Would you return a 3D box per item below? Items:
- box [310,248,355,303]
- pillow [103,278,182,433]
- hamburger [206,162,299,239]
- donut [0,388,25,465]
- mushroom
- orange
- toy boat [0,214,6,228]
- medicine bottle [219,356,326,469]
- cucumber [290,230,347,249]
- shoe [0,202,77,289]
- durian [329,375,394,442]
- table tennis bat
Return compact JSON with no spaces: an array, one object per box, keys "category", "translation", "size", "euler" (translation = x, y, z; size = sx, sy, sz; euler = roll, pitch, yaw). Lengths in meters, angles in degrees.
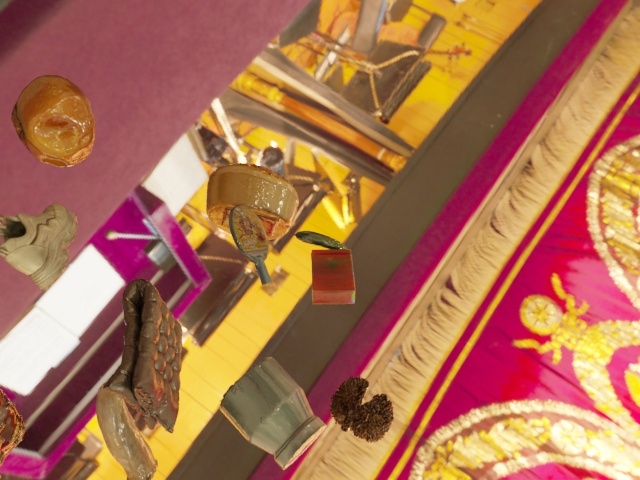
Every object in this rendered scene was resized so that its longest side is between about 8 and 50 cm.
[{"category":"box","translation":[0.030,0.093,1.568],"size":[0.175,0.112,0.048],"euler":[-91,180,-54]},{"category":"pillow","translation":[-0.414,0.275,1.469],"size":[0.228,0.101,0.326],"euler":[73,8,-46]},{"category":"hamburger","translation":[-0.209,-0.124,1.816],"size":[0.300,0.300,0.176],"euler":[80,19,-67]},{"category":"donut","translation":[-0.574,0.266,0.981],"size":[0.096,0.216,0.230],"euler":[-41,118,-38]},{"category":"mushroom","translation":[-0.568,0.567,1.748],"size":[0.123,0.094,0.352],"euler":[-44,128,-55]},{"category":"orange","translation":[-0.734,-0.324,1.633],"size":[0.183,0.249,0.249],"euler":[-11,136,-37]},{"category":"toy boat","translation":[-0.940,-0.045,1.613],"size":[0.115,0.114,0.262],"euler":[-26,167,4]},{"category":"medicine bottle","translation":[-0.146,0.562,1.947],"size":[0.245,0.290,0.245],"euler":[-40,160,-18]},{"category":"cucumber","translation":[0.000,0.000,1.644],"size":[0.039,0.167,0.039],"euler":[-162,-90,-78]},{"category":"shoe","translation":[-0.861,-0.029,1.809],"size":[0.132,0.342,0.210],"euler":[-33,129,16]},{"category":"durian","translation":[0.114,0.473,1.687],"size":[0.196,0.196,0.167],"euler":[25,81,-74]},{"category":"table tennis bat","translation":[-0.123,0.008,1.093],"size":[0.019,0.155,0.100],"euler":[-24,171,26]}]
